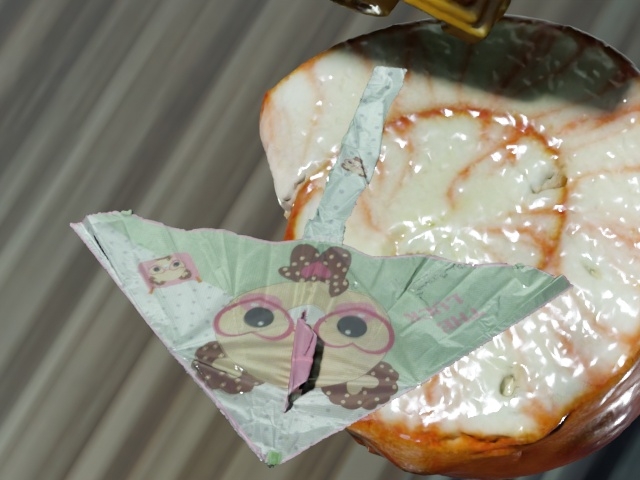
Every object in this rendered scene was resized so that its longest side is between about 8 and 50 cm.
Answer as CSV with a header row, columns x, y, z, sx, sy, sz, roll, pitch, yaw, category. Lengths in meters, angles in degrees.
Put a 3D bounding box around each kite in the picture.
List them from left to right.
x,y,z,sx,sy,sz,roll,pitch,yaw,category
0.000,0.001,0.841,0.229,0.250,0.012,10,136,7,kite

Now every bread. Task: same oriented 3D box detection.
x,y,z,sx,sy,sz,roll,pitch,yaw,category
0.113,0.000,1.289,0.295,0.327,0.114,-12,152,9,bread

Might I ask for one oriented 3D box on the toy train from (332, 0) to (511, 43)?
x,y,z,sx,sy,sz,roll,pitch,yaw,category
0.012,-0.255,1.152,0.369,0.163,0.231,25,172,-10,toy train
